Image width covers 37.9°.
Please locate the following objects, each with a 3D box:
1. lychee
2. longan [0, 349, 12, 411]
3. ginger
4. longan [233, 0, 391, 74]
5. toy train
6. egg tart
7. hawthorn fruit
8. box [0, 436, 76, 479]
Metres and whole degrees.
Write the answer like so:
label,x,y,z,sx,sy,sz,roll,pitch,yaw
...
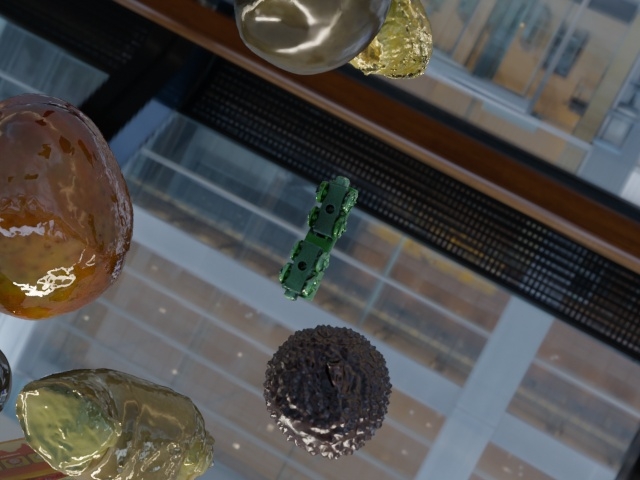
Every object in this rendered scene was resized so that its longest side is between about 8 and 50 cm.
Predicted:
label,x,y,z,sx,sy,sz,roll,pitch,yaw
lychee,0.017,0.345,2.155,0.306,0.306,0.330,27,157,4
longan,-0.675,0.267,1.703,0.197,0.196,0.220,28,-132,8
ginger,-0.239,0.222,1.075,0.152,0.138,0.267,25,179,45
longan,-0.006,-0.431,1.588,0.288,0.288,0.350,26,152,-6
toy train,0.000,0.000,1.762,0.085,0.251,0.119,26,178,12
egg tart,0.113,-0.473,2.073,0.315,0.120,0.315,39,155,22
hawthorn fruit,-0.593,-0.055,1.869,0.472,0.471,0.472,27,-175,-3
box,-0.692,0.618,2.080,0.260,0.283,0.214,-5,-166,-40
